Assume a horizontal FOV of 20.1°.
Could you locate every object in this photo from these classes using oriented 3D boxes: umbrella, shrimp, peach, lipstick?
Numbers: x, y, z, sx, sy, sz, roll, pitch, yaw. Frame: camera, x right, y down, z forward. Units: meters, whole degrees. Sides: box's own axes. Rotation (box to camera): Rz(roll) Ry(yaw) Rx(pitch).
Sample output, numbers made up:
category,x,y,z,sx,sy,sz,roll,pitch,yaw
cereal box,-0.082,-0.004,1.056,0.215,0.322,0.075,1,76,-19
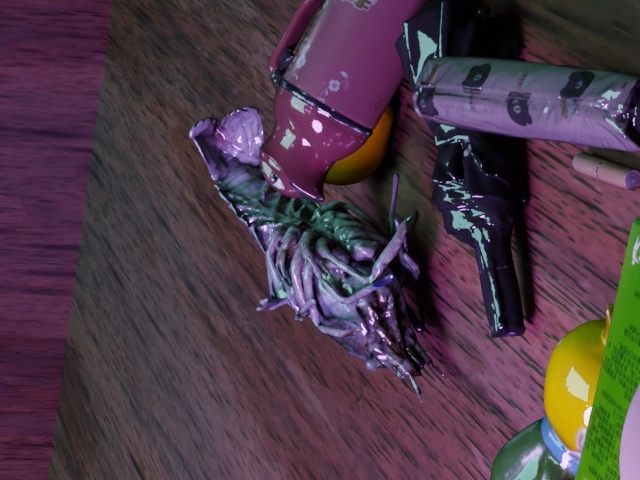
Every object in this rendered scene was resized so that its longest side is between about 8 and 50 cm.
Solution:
category,x,y,z,sx,sy,sz,roll,pitch,yaw
umbrella,0.147,-0.073,1.696,0.118,0.118,0.340,133,130,-60
shrimp,0.002,0.005,1.895,0.410,0.221,0.166,41,148,45
umbrella,0.199,-0.115,1.510,0.337,0.073,0.067,13,105,54
peach,0.023,-0.150,2.022,0.179,0.103,0.179,-179,90,-69
lipstick,0.242,-0.059,1.528,0.094,0.019,0.019,-149,64,-67

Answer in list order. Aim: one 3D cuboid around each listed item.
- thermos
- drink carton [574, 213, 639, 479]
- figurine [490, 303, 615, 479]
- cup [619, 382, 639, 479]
category,x,y,z,sx,sy,sz,roll,pitch,yaw
thermos,0.027,-0.199,1.810,0.330,0.136,0.109,-61,-6,6
drink carton,0.270,0.120,1.215,0.108,0.161,0.271,-135,52,-64
figurine,0.230,0.168,1.397,0.234,0.127,0.185,-54,47,33
cup,0.319,0.178,1.081,0.200,0.191,0.253,44,157,61
